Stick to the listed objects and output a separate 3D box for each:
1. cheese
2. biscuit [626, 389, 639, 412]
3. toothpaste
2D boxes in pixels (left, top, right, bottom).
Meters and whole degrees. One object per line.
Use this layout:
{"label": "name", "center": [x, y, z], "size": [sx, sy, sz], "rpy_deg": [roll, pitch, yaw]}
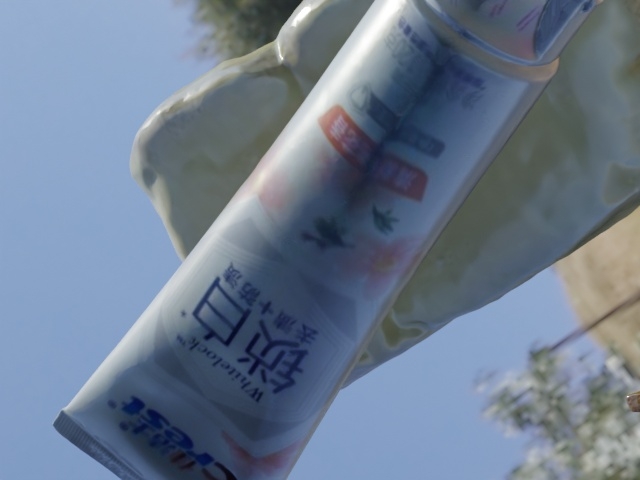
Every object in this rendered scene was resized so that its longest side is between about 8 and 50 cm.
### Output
{"label": "cheese", "center": [0.044, -0.049, 0.728], "size": [0.159, 0.263, 0.093], "rpy_deg": [53, -152, -9]}
{"label": "biscuit", "center": [0.205, 0.081, 0.859], "size": [0.092, 0.082, 0.016], "rpy_deg": [168, 99, -81]}
{"label": "toothpaste", "center": [0.000, 0.000, 0.627], "size": [0.100, 0.323, 0.066], "rpy_deg": [37, -147, 3]}
